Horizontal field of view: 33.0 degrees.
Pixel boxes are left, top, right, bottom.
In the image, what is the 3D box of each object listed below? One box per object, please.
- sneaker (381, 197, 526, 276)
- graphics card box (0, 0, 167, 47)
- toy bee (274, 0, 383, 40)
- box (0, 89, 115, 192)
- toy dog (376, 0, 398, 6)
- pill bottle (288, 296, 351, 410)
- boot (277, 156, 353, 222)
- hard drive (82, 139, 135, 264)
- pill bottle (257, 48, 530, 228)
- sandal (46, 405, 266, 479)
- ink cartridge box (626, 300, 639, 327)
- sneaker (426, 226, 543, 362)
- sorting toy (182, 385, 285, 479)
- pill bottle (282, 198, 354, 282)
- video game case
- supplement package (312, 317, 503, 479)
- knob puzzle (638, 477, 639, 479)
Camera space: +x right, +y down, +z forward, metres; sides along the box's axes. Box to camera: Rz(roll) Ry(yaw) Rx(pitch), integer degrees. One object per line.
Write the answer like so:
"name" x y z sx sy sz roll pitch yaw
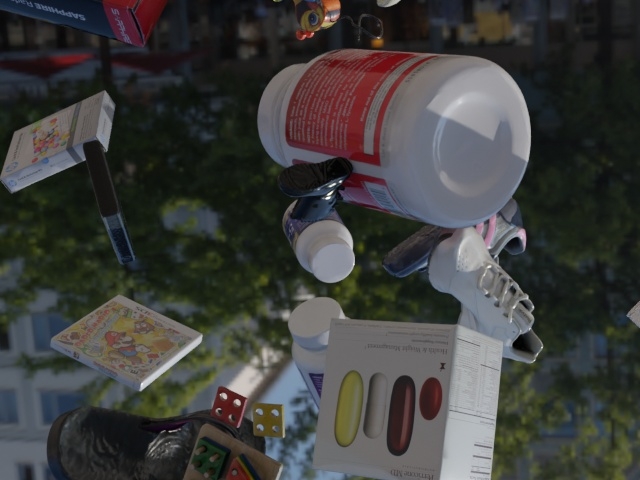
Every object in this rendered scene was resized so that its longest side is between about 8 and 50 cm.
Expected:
"sneaker" 0.245 0.015 1.857 0.319 0.131 0.112 -27 -176 -34
"graphics card box" -0.359 -0.411 1.441 0.371 0.233 0.094 16 158 12
"toy bee" -0.022 -0.497 2.224 0.195 0.298 0.162 2 150 -38
"box" -0.439 -0.167 1.815 0.186 0.038 0.145 -22 -143 14
"toy dog" 0.115 -0.598 1.809 0.408 0.395 0.284 11 -165 -16
"pill bottle" 0.033 0.276 2.470 0.169 0.301 0.169 -14 -142 11
"boot" -0.017 -0.062 1.445 0.121 0.045 0.099 -18 154 -34
"hard drive" -0.236 -0.041 1.216 0.022 0.094 0.135 -16 158 -8
"pill bottle" 0.085 -0.159 1.559 0.229 0.229 0.407 -11 -163 -33
"sandal" -0.239 0.357 1.797 0.107 0.168 0.445 -20 159 39
"ink cartridge box" 0.608 0.171 1.585 0.283 0.117 0.207 47 -165 23
"sneaker" 0.256 0.076 1.617 0.129 0.297 0.111 22 -113 42
"sorting toy" -0.135 0.340 1.522 0.132 0.274 0.046 25 -165 18
"pill bottle" 0.000 0.000 2.055 0.112 0.112 0.187 -6 -153 -13
"video game case" -0.374 0.194 2.109 0.206 0.026 0.227 23 -152 17
"supplement package" 0.116 0.217 1.428 0.194 0.203 0.149 0 167 34
"knob puzzle" 0.606 0.416 1.785 0.213 0.213 0.030 -2 -155 10
